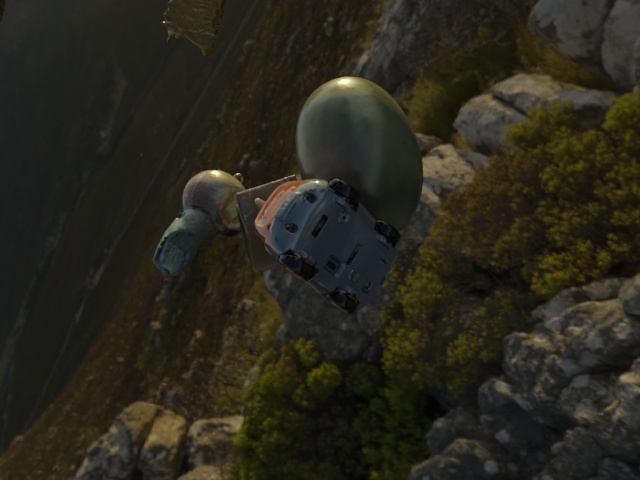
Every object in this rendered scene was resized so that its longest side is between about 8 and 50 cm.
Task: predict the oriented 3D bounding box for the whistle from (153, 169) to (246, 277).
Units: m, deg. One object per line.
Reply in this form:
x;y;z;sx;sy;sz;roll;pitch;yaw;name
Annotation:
-0.314;-0.053;1.542;0.189;0.189;0.348;-12;36;55;whistle

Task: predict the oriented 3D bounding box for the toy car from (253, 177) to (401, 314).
0.000;0.000;1.121;0.212;0.270;0.181;20;74;54;toy car

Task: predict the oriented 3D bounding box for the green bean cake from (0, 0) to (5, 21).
-0.714;-0.555;1.248;0.109;0.085;0.179;26;107;33;green bean cake

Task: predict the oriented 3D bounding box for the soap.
-0.310;-0.707;1.576;0.339;0.169;0.305;-89;10;-45;soap

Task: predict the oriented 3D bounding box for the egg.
0.081;-0.170;1.269;0.258;0.258;0.353;-7;98;56;egg

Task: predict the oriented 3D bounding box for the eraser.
-0.110;-0.030;1.387;0.343;0.144;0.078;96;153;-69;eraser
